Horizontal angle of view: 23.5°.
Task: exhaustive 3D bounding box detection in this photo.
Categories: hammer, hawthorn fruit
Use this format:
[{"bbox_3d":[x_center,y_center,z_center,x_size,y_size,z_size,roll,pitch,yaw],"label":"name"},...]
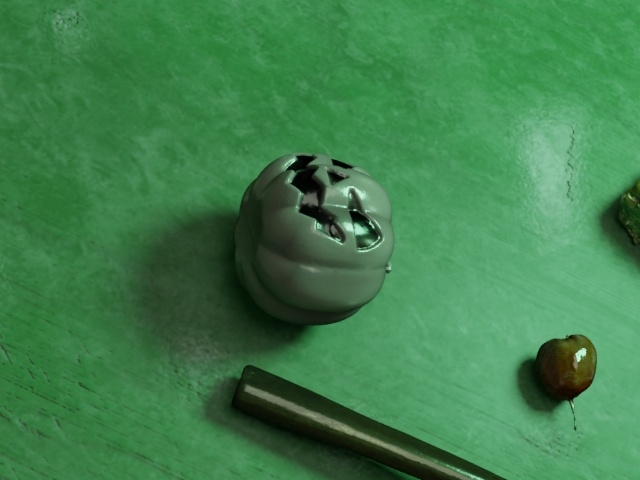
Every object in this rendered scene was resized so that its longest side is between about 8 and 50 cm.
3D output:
[{"bbox_3d":[0.118,0.231,1.563,0.440,0.044,0.168,23,28,0],"label":"hammer"},{"bbox_3d":[0.269,0.153,1.660,0.067,0.067,0.103,-5,80,-20],"label":"hawthorn fruit"}]

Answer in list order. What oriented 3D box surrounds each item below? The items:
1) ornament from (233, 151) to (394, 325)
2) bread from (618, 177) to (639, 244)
[{"bbox_3d":[0.000,-0.001,1.578,0.178,0.177,0.177,7,65,-15],"label":"ornament"},{"bbox_3d":[0.463,-0.086,1.814,0.269,0.098,0.087,-39,124,-29],"label":"bread"}]
